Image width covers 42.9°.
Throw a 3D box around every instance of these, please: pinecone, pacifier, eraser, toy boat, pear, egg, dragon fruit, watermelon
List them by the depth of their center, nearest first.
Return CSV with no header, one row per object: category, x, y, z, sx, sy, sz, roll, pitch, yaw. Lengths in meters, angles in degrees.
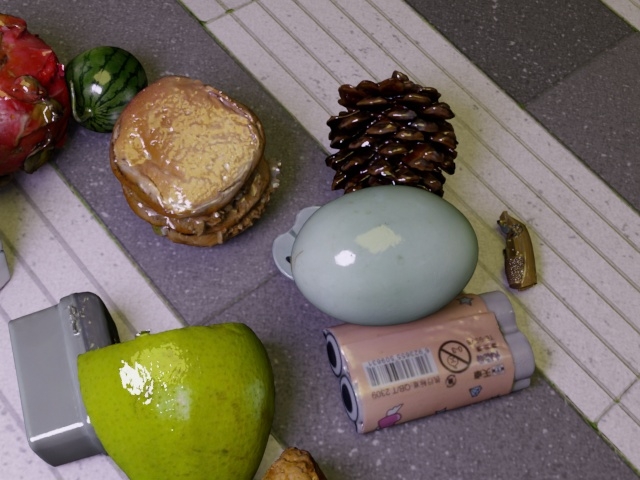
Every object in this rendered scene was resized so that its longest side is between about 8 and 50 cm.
pear,-0.143,0.231,1.039,0.288,0.139,0.239,5,72,-55
egg,0.094,0.022,1.175,0.282,0.203,0.203,-5,61,-17
dragon fruit,-0.533,-0.201,1.217,0.291,0.250,0.269,-20,71,-35
eraser,0.166,0.174,1.233,0.290,0.087,0.171,-12,64,-17
pacifier,0.000,0.000,1.283,0.127,0.116,0.150,42,58,9
watermelon,-0.362,-0.238,1.331,0.140,0.141,0.187,20,43,1
pinecone,0.119,-0.146,1.344,0.224,0.224,0.273,3,81,-10
toy boat,0.331,0.016,1.382,0.049,0.047,0.149,2,60,-10

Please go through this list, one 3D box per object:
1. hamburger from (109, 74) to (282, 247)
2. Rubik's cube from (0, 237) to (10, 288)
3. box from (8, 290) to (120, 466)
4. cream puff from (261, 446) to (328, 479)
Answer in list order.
hamburger,-0.185,-0.110,1.255,0.260,0.211,0.245,-7,68,-9
Rubik's cube,-0.634,0.008,1.026,0.316,0.322,0.319,28,57,7
box,-0.327,0.186,1.087,0.129,0.148,0.210,-16,63,-9
cream puff,-0.051,0.375,1.033,0.169,0.183,0.183,-31,68,-4
